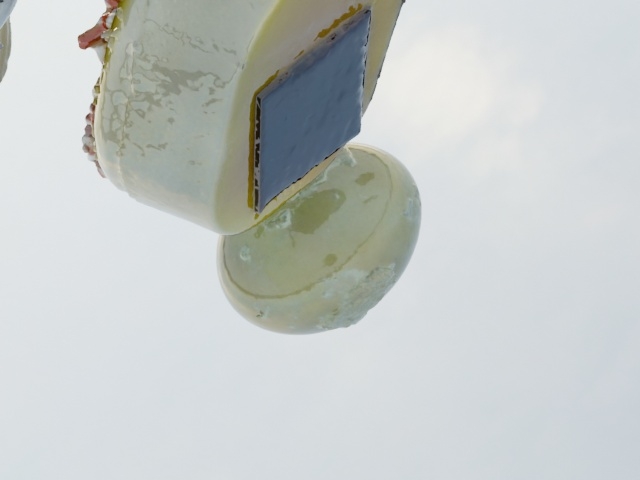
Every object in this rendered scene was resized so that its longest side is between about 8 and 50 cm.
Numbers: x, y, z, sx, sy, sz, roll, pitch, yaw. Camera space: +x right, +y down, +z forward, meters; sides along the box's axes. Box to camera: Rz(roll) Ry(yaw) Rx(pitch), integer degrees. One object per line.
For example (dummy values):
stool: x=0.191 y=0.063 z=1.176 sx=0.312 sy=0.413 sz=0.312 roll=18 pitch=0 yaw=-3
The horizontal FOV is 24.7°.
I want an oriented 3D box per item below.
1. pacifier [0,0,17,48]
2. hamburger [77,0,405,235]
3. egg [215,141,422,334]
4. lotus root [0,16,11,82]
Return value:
pacifier: x=-0.365 y=-0.225 z=1.054 sx=0.332 sy=0.273 sz=0.220 roll=-25 pitch=-91 yaw=23
hamburger: x=-0.055 y=-0.141 z=1.016 sx=0.151 sy=0.295 sz=0.227 roll=39 pitch=-132 yaw=24
egg: x=-0.001 y=-0.003 z=1.300 sx=0.201 sy=0.164 sz=0.164 roll=-38 pitch=-135 yaw=18
lotus root: x=-0.361 y=-0.219 z=1.546 sx=0.062 sy=0.073 sz=0.150 roll=3 pitch=-84 yaw=17
